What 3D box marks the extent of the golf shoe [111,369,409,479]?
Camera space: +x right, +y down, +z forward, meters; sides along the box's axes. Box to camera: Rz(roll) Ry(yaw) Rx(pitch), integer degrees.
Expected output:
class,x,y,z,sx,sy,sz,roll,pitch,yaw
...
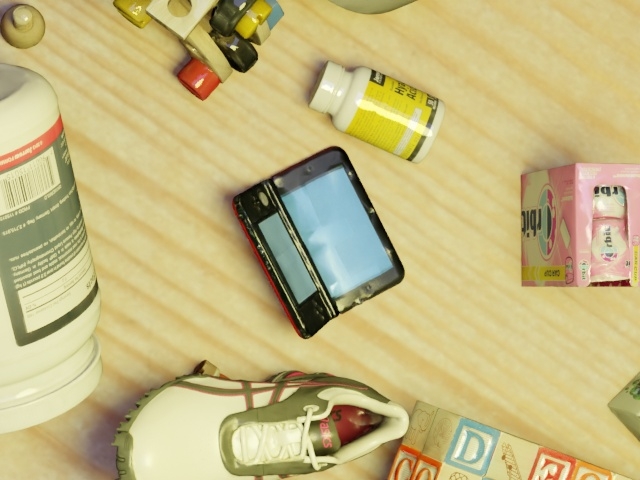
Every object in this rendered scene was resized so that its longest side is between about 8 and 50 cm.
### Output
class,x,y,z,sx,sy,sz,roll,pitch,yaw
golf shoe,-0.051,0.162,1.616,0.273,0.120,0.105,-10,95,-39

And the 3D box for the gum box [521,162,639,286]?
class,x,y,z,sx,sy,sz,roll,pitch,yaw
gum box,0.233,-0.011,1.677,0.062,0.188,0.107,0,89,-9

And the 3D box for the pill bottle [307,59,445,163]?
class,x,y,z,sx,sy,sz,roll,pitch,yaw
pill bottle,0.050,-0.121,1.713,0.116,0.065,0.065,23,86,-8

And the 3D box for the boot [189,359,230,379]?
class,x,y,z,sx,sy,sz,roll,pitch,yaw
boot,-0.117,0.195,1.688,0.084,0.059,0.158,38,83,-11

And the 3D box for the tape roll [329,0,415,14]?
class,x,y,z,sx,sy,sz,roll,pitch,yaw
tape roll,0.047,-0.314,1.655,0.219,0.072,0.219,14,70,-41

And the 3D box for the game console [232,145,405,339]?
class,x,y,z,sx,sy,sz,roll,pitch,yaw
game console,0.000,0.000,1.696,0.085,0.124,0.144,-26,93,18

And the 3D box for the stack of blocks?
class,x,y,z,sx,sy,sz,roll,pitch,yaw
stack of blocks,0.196,0.273,1.677,0.297,0.087,0.171,22,86,-25

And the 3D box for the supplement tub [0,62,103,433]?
class,x,y,z,sx,sy,sz,roll,pitch,yaw
supplement tub,-0.290,0.005,1.562,0.191,0.191,0.272,-13,114,-9

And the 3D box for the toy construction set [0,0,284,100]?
class,x,y,z,sx,sy,sz,roll,pitch,yaw
toy construction set,-0.175,-0.230,1.593,0.309,0.237,0.257,-26,93,-8

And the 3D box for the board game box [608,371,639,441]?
class,x,y,z,sx,sy,sz,roll,pitch,yaw
board game box,0.460,0.133,1.759,0.303,0.097,0.224,-44,95,-8
